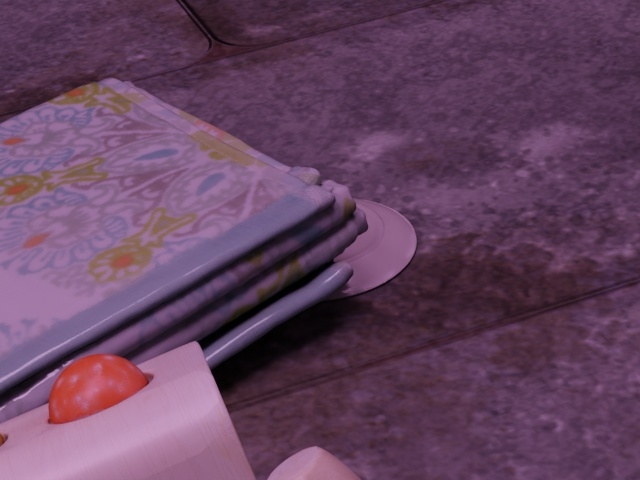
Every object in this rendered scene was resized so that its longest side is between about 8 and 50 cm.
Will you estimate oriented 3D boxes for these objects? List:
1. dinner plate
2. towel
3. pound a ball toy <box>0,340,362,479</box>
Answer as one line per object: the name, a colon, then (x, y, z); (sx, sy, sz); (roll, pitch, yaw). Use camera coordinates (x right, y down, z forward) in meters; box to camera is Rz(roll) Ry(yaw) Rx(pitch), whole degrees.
dinner plate: (0.000, 0.000, 1.244); (0.141, 0.017, 0.141); (-4, 32, 2)
towel: (-0.197, 0.024, 1.171); (0.374, 0.090, 0.320); (-30, 35, -27)
pound a ball toy: (-0.139, 0.145, 0.817); (0.319, 0.136, 0.208); (-23, 10, -5)
